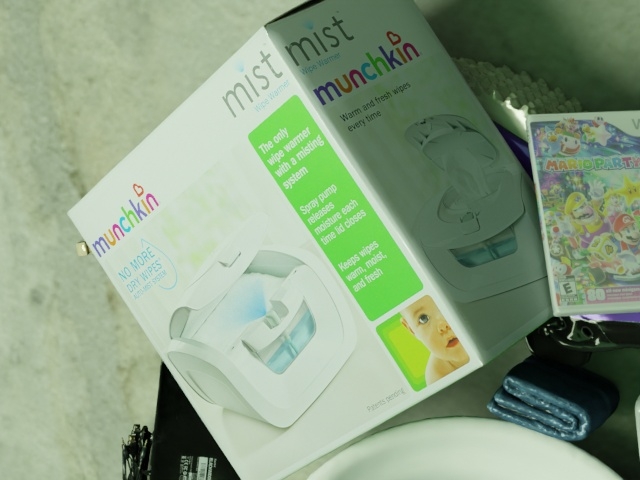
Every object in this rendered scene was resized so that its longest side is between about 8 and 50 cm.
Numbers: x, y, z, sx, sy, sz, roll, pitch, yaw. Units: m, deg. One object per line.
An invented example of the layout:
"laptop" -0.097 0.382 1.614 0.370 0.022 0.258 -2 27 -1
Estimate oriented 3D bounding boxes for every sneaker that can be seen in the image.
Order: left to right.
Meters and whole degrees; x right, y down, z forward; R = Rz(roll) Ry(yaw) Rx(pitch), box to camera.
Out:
"sneaker" 0.154 0.002 1.096 0.293 0.102 0.146 34 110 11

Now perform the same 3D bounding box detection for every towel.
"towel" 0.150 0.100 1.106 0.067 0.119 0.029 23 100 16

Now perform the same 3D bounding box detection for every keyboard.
"keyboard" -0.099 0.166 1.263 0.100 0.038 0.192 6 102 -5

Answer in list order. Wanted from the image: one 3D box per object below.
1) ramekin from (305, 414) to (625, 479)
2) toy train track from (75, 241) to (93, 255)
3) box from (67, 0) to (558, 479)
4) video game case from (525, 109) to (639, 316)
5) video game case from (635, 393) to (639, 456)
"ramekin" 0.087 0.261 1.084 0.277 0.277 0.135 35 153 11
"toy train track" -0.139 0.001 1.250 0.083 0.014 0.048 -8 97 22
"box" 0.000 0.000 1.092 0.231 0.127 0.262 57 139 2
"video game case" 0.169 -0.017 1.011 0.087 0.011 0.122 -3 71 -9
"video game case" 0.302 0.188 1.085 0.193 0.023 0.212 -1 118 20
